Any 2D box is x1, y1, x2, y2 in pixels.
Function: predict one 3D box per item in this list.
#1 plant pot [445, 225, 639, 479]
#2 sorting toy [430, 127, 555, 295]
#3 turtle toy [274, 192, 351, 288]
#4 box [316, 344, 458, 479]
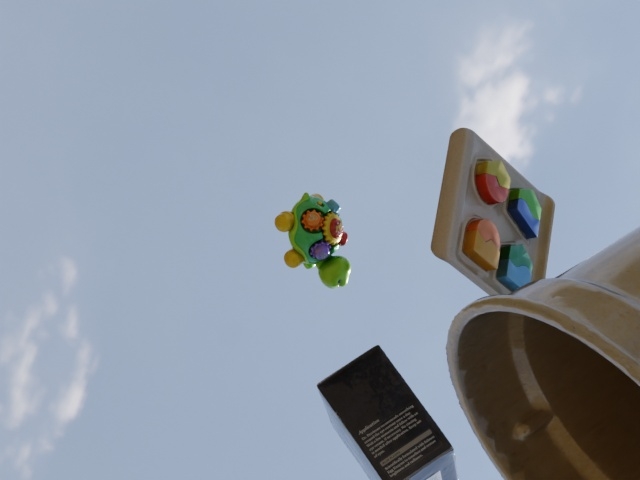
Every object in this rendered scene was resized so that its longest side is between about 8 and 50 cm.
[{"bbox_3d":[0.332,0.101,1.190,0.305,0.334,0.334,-37,-155,-22],"label":"plant pot"},{"bbox_3d":[0.233,-0.021,1.821,0.038,0.208,0.193,-15,-127,43],"label":"sorting toy"},{"bbox_3d":[0.000,0.000,1.789,0.066,0.095,0.130,-3,-71,35],"label":"turtle toy"},{"bbox_3d":[0.082,0.233,1.677,0.093,0.156,0.158,-32,-116,-8],"label":"box"}]
